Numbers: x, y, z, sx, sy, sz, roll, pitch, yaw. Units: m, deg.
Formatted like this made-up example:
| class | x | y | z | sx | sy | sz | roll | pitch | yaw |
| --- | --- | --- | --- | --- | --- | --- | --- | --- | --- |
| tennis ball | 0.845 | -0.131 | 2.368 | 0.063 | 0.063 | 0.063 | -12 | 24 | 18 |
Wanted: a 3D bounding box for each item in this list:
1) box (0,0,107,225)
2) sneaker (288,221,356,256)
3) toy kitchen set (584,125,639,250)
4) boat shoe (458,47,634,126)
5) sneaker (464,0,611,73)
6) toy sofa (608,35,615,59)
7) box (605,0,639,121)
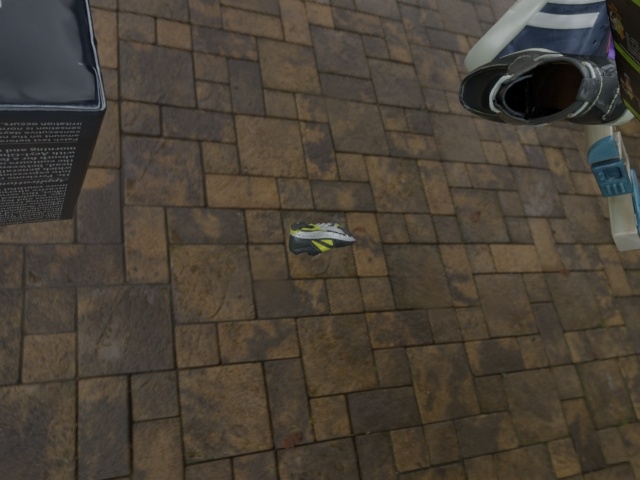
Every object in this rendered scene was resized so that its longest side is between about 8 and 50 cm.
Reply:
| class | x | y | z | sx | sy | sz | roll | pitch | yaw |
| --- | --- | --- | --- | --- | --- | --- | --- | --- | --- |
| box | -0.371 | -0.191 | 0.539 | 0.212 | 0.395 | 0.293 | -8 | 83 | -30 |
| sneaker | 0.000 | 0.000 | 0.589 | 0.083 | 0.035 | 0.031 | 6 | 28 | -28 |
| toy kitchen set | 0.485 | -0.096 | 0.748 | 0.207 | 0.166 | 0.122 | 39 | 51 | -41 |
| boat shoe | 0.221 | -0.166 | 0.573 | 0.079 | 0.233 | 0.083 | -8 | 109 | -21 |
| sneaker | 0.359 | -0.318 | 0.692 | 0.148 | 0.350 | 0.131 | 43 | 47 | -2 |
| toy sofa | 0.530 | -0.345 | 0.860 | 0.362 | 0.150 | 0.177 | 44 | 59 | 5 |
| box | 0.191 | -0.095 | 0.244 | 0.184 | 0.045 | 0.190 | 50 | 24 | -37 |
